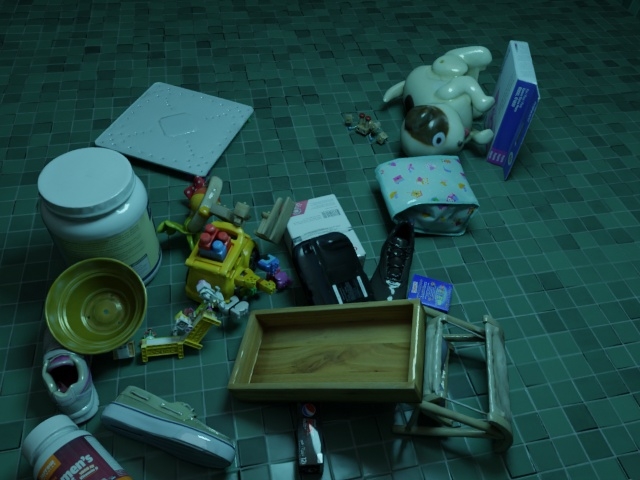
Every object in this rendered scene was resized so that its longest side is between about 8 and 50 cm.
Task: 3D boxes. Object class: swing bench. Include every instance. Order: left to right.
[{"bbox_3d":[0.304,0.301,1.152,0.254,0.165,0.253,9,49,3],"label":"swing bench"}]

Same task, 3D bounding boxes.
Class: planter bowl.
[{"bbox_3d":[-0.500,0.155,1.183,0.216,0.090,0.217,2,71,-7],"label":"planter bowl"}]

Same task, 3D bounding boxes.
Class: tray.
[{"bbox_3d":[0.016,0.242,1.118,0.410,0.076,0.203,-8,47,23],"label":"tray"}]

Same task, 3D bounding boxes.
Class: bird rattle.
[{"bbox_3d":[-0.319,-0.093,1.426,0.143,0.207,0.254,36,52,-17],"label":"bird rattle"}]

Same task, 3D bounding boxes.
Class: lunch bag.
[{"bbox_3d":[0.301,-0.136,1.536,0.262,0.160,0.224,-1,50,-13],"label":"lunch bag"}]

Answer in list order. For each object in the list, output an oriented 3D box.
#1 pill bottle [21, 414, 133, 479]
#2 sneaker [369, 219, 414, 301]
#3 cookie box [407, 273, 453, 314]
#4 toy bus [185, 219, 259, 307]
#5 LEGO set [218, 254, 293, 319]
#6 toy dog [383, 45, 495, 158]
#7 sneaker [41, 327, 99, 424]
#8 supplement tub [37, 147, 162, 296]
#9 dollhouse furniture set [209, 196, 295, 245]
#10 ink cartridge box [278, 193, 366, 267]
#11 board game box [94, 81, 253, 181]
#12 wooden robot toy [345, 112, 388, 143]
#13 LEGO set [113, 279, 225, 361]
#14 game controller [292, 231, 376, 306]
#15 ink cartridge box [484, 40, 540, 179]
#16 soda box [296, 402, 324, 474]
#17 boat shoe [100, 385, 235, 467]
[{"bbox_3d":[-0.463,0.445,0.988,0.221,0.121,0.121,34,54,22],"label":"pill bottle"},{"bbox_3d":[0.194,0.062,1.372,0.108,0.130,0.287,12,50,3],"label":"sneaker"},{"bbox_3d":[0.287,0.146,1.365,0.107,0.040,0.092,16,50,9],"label":"cookie box"},{"bbox_3d":[-0.251,0.026,1.313,0.149,0.212,0.220,14,48,9],"label":"toy bus"},{"bbox_3d":[-0.140,0.112,1.286,0.093,0.087,0.227,25,37,25],"label":"LEGO set"},{"bbox_3d":[0.388,-0.433,1.724,0.394,0.285,0.408,13,51,10],"label":"toy dog"},{"bbox_3d":[-0.556,0.269,1.138,0.102,0.111,0.252,-21,54,-22],"label":"sneaker"},{"bbox_3d":[-0.531,-0.038,1.265,0.235,0.325,0.236,3,49,-3],"label":"supplement tub"},{"bbox_3d":[-0.174,-0.086,1.353,0.151,0.144,0.123,20,81,20],"label":"dollhouse furniture set"},{"bbox_3d":[0.000,0.000,1.427,0.171,0.100,0.237,-14,51,-15],"label":"ink cartridge box"},{"bbox_3d":[-0.478,-0.372,1.743,0.389,0.050,0.390,17,49,9],"label":"board game box"},{"bbox_3d":[0.173,-0.410,1.823,0.173,0.076,0.079,32,43,21],"label":"wooden robot toy"},{"bbox_3d":[-0.347,0.198,1.228,0.286,0.132,0.107,-32,35,6],"label":"LEGO set"},{"bbox_3d":[0.050,0.134,1.275,0.166,0.067,0.320,-15,78,-29],"label":"game controller"},{"bbox_3d":[0.617,-0.428,1.704,0.071,0.324,0.330,9,48,5],"label":"ink cartridge box"},{"bbox_3d":[-0.023,0.402,1.103,0.053,0.060,0.169,-1,50,-3],"label":"soda box"},{"bbox_3d":[-0.308,0.378,1.071,0.302,0.109,0.094,15,48,12],"label":"boat shoe"}]
